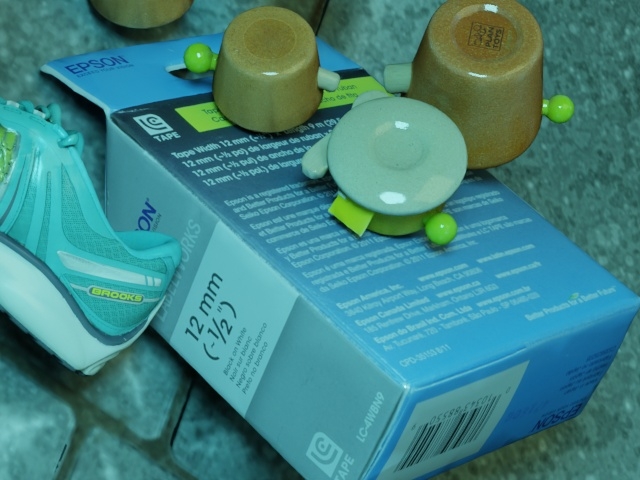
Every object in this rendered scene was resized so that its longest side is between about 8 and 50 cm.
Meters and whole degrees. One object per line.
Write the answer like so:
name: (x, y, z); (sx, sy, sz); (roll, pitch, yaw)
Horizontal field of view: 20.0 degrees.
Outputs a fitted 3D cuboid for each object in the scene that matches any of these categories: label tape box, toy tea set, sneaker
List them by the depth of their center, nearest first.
sneaker: (-0.192, -0.042, 1.043); (0.110, 0.107, 0.275); (-47, 119, -5)
label tape box: (0.000, 0.000, 1.196); (0.347, 0.115, 0.249); (40, 35, 29)
toy tea set: (-0.002, -0.124, 1.204); (0.336, 0.124, 0.200); (40, 64, 20)
